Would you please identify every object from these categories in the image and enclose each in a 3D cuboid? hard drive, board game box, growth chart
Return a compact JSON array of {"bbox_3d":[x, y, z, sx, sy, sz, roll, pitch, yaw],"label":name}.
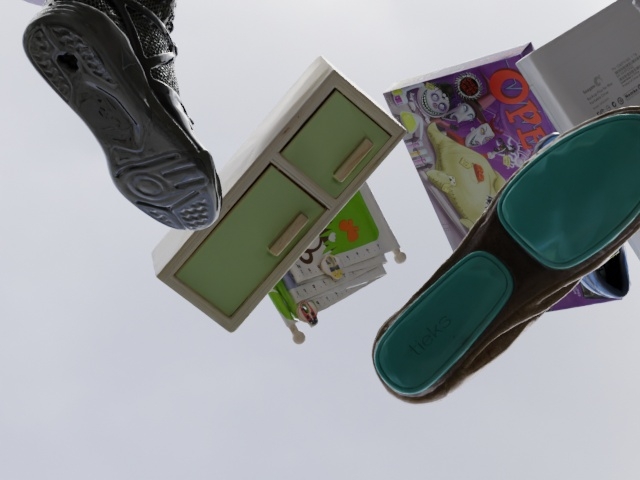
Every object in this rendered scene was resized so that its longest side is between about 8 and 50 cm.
[{"bbox_3d":[0.365,-0.107,1.627,0.203,0.040,0.307,-33,-89,-32],"label":"hard drive"},{"bbox_3d":[0.237,-0.065,1.903,0.347,0.208,0.056,64,-146,-17],"label":"board game box"},{"bbox_3d":[0.000,0.000,1.756,0.237,0.021,0.172,-33,-90,-42],"label":"growth chart"}]

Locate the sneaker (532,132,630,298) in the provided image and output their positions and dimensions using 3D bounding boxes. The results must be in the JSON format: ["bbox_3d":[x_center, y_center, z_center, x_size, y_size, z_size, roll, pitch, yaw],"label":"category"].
[{"bbox_3d":[0.304,-0.026,1.695,0.069,0.082,0.209,-28,-65,-7],"label":"sneaker"}]

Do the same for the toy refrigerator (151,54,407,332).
[{"bbox_3d":[-0.044,-0.046,1.503,0.102,0.269,0.094,39,-173,-18],"label":"toy refrigerator"}]

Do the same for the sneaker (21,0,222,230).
[{"bbox_3d":[-0.129,-0.116,1.134,0.227,0.087,0.130,56,-144,-35],"label":"sneaker"}]

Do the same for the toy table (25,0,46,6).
[{"bbox_3d":[-0.262,-0.385,1.756,0.274,0.252,0.161,-4,-124,-31],"label":"toy table"}]

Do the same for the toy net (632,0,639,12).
[{"bbox_3d":[0.413,-0.281,1.490,0.232,0.045,0.122,-17,-90,-18],"label":"toy net"}]

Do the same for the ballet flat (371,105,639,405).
[{"bbox_3d":[0.189,0.019,1.335,0.116,0.342,0.124,47,-168,22],"label":"ballet flat"}]
